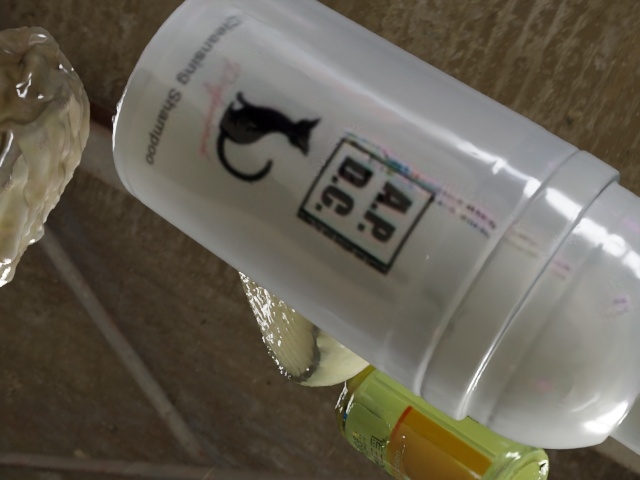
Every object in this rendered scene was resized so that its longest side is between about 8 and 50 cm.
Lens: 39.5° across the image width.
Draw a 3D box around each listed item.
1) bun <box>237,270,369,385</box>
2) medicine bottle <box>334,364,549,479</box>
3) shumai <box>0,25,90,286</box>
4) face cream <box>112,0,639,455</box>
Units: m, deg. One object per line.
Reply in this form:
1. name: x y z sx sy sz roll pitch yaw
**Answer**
1. bun: 0.000 0.000 0.854 0.287 0.146 0.287 166 -90 -71
2. medicine bottle: 0.121 0.217 0.973 0.239 0.124 0.124 27 -59 42
3. shumai: -0.208 -0.029 0.363 0.175 0.206 0.166 35 -45 -21
4. face cream: 0.081 0.011 0.432 0.370 0.145 0.145 33 -61 19
